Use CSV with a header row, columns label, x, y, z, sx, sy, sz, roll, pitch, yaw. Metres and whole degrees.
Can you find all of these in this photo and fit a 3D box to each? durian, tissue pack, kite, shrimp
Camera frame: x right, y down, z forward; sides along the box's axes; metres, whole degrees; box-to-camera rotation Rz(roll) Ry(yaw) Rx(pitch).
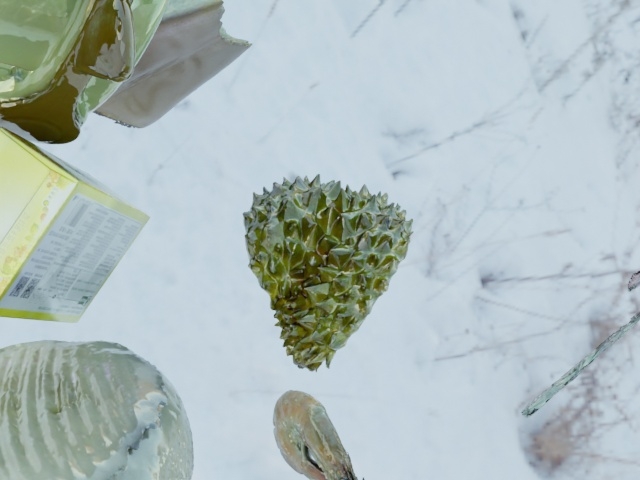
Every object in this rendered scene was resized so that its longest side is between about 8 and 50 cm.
label,x,y,z,sx,sy,sz,roll,pitch,yaw
durian,-0.003,-0.001,0.875,0.108,0.119,0.186,39,34,-17
tissue pack,-0.178,-0.004,0.729,0.062,0.176,0.095,34,89,6
kite,0.142,0.023,0.473,0.005,0.152,0.137,52,5,0
shrimp,-0.003,0.267,1.443,0.042,0.101,0.190,0,36,-42

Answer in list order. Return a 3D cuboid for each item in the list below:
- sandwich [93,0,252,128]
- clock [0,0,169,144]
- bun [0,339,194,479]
label,x,y,z,sx,sy,sz,roll,pitch,yaw
sandwich,-0.189,-0.220,1.126,0.220,0.186,0.108,16,42,-60
clock,-0.188,-0.209,0.711,0.117,0.348,0.286,12,101,-37
bun,-0.200,0.172,0.752,0.239,0.239,0.141,-39,124,-41
